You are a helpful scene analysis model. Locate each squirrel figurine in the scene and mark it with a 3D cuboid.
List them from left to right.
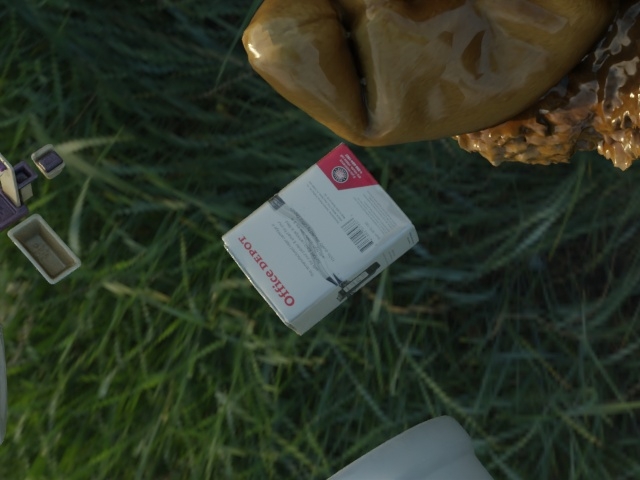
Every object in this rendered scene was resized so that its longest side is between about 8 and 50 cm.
[{"bbox_3d":[0.189,-0.205,0.916,0.370,0.281,0.397,-22,138,29],"label":"squirrel figurine"}]

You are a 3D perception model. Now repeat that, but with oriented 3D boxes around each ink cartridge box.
[{"bbox_3d":[0.000,0.000,1.334,0.150,0.063,0.109,-38,73,-2],"label":"ink cartridge box"}]

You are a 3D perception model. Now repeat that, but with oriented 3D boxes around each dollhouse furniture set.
[{"bbox_3d":[-0.232,-0.032,1.186,0.114,0.091,0.081,46,157,18],"label":"dollhouse furniture set"}]

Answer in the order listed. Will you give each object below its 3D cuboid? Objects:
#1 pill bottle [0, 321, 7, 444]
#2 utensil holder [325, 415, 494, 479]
[{"bbox_3d":[-0.388,0.125,1.218,0.221,0.124,0.124,-4,118,-7],"label":"pill bottle"},{"bbox_3d":[0.097,0.389,1.146,0.327,0.327,0.385,-46,73,26],"label":"utensil holder"}]
